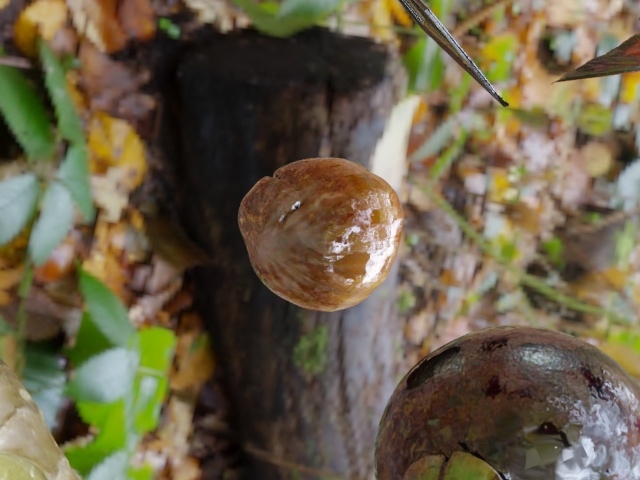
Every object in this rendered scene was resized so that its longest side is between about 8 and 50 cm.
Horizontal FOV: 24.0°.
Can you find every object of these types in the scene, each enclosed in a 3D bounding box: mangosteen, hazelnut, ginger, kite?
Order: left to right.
[{"bbox_3d":[-0.197,0.180,1.097,0.086,0.294,0.131,-47,-177,-8],"label":"ginger"},{"bbox_3d":[0.000,0.000,1.647,0.182,0.182,0.182,11,90,-68],"label":"hazelnut"},{"bbox_3d":[0.198,0.232,1.483,0.300,0.300,0.300,11,90,-68],"label":"mangosteen"},{"bbox_3d":[0.455,-0.256,1.928,0.016,0.321,0.234,62,-2,-27],"label":"kite"}]

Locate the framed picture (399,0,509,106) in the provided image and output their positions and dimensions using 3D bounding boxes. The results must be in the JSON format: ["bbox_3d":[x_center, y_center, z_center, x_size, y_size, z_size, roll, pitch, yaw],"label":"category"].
[{"bbox_3d":[0.119,-0.253,1.715,0.010,0.199,0.195,-42,137,5],"label":"framed picture"}]
